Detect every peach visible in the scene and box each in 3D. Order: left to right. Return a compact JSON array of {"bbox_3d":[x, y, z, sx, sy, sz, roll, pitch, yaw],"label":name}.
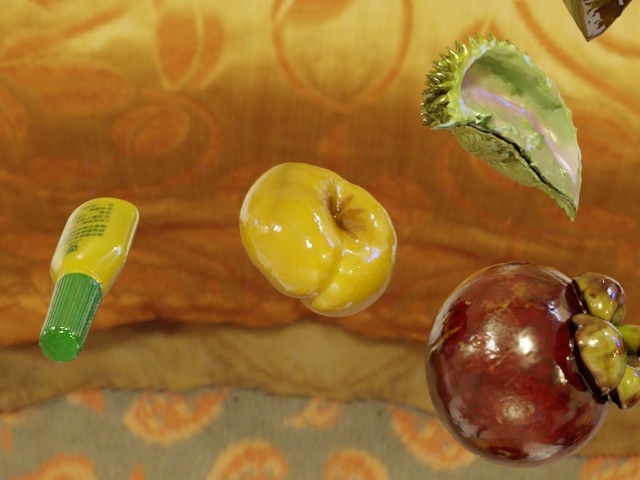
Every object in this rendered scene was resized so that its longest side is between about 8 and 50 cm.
[{"bbox_3d":[0.000,0.000,1.556,0.179,0.103,0.179,28,33,-20],"label":"peach"}]

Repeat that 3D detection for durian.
[{"bbox_3d":[0.264,-0.166,2.102,0.158,0.352,0.169,-45,42,15],"label":"durian"}]

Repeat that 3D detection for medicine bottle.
[{"bbox_3d":[-0.262,0.040,1.673,0.095,0.064,0.260,-17,29,14],"label":"medicine bottle"}]

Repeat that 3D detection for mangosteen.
[{"bbox_3d":[0.232,0.122,1.542,0.257,0.215,0.215,-13,55,39],"label":"mangosteen"}]

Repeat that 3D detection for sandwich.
[{"bbox_3d":[0.190,-0.215,1.197,0.116,0.074,0.074,9,47,-43],"label":"sandwich"}]
